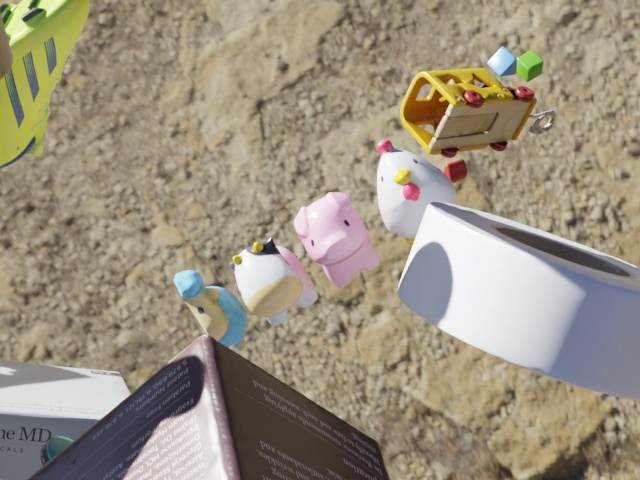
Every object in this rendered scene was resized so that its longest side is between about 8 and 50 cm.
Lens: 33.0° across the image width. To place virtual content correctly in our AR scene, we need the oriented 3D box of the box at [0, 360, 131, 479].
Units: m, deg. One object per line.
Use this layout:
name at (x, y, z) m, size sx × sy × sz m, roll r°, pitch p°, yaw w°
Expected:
box at (-0.261, 0.182, 0.945) m, size 0.182 × 0.181 × 0.119 m, roll -159°, pitch 78°, yaw -71°

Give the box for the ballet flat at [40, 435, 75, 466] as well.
ballet flat at (-0.172, 0.168, 0.737) m, size 0.041 × 0.041 × 0.114 m, roll -43°, pitch 24°, yaw -14°

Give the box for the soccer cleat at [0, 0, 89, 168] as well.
soccer cleat at (-0.303, -0.145, 1.064) m, size 0.289 × 0.121 × 0.093 m, roll -36°, pitch 29°, yaw 30°

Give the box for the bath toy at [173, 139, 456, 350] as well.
bath toy at (0.000, 0.000, 1.310) m, size 0.348 × 0.129 × 0.151 m, roll -31°, pitch 16°, yaw 2°

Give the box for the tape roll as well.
tape roll at (0.225, 0.054, 1.072) m, size 0.286 × 0.286 × 0.100 m, roll 24°, pitch 101°, yaw 33°

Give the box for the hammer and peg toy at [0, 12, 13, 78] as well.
hammer and peg toy at (-0.372, -0.093, 0.682) m, size 0.361 × 0.127 × 0.266 m, roll -14°, pitch 32°, yaw -8°

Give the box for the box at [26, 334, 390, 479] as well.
box at (-0.052, 0.199, 0.598) m, size 0.167 × 0.168 × 0.203 m, roll -39°, pitch 38°, yaw 17°

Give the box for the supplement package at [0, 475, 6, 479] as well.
supplement package at (-0.252, 0.222, 0.722) m, size 0.179 × 0.105 × 0.105 m, roll 37°, pitch 103°, yaw 19°

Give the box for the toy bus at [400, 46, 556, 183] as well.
toy bus at (0.209, -0.188, 1.490) m, size 0.191 × 0.202 × 0.104 m, roll -37°, pitch 59°, yaw 0°
